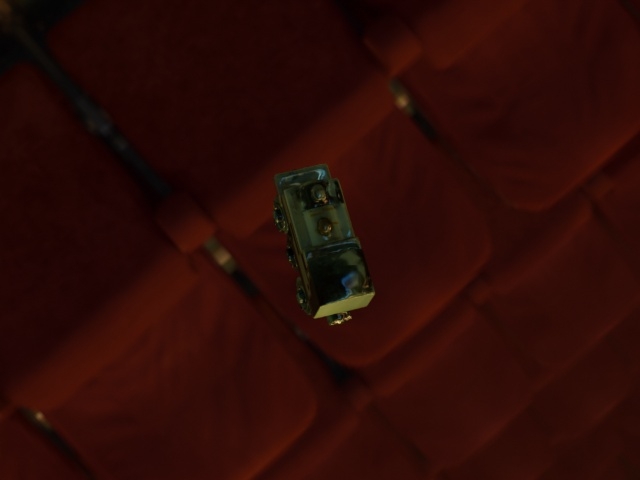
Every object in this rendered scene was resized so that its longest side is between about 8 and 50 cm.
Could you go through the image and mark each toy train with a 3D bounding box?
[{"bbox_3d":[0.000,0.000,0.674,0.033,0.083,0.053,-13,167,-12],"label":"toy train"}]
